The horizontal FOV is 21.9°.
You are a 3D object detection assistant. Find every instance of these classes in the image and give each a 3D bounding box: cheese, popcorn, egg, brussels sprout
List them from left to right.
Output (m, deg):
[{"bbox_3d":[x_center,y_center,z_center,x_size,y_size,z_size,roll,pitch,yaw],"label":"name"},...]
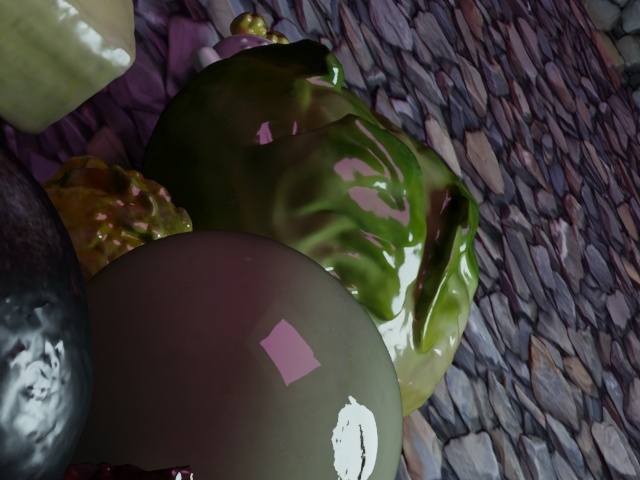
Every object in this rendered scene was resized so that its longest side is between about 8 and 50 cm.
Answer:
[{"bbox_3d":[-0.247,-0.238,1.080,0.265,0.124,0.242,39,27,-42],"label":"cheese"},{"bbox_3d":[-0.140,-0.002,1.078,0.120,0.106,0.116,12,65,-60],"label":"popcorn"},{"bbox_3d":[-0.062,0.110,0.952,0.269,0.219,0.219,89,-12,-63],"label":"egg"},{"bbox_3d":[-0.003,0.000,1.202,0.259,0.227,0.294,21,52,-54],"label":"brussels sprout"}]

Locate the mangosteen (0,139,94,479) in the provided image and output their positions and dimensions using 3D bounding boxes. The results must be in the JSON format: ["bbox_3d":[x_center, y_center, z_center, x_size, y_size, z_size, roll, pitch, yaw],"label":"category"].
[{"bbox_3d":[-0.245,0.033,0.684,0.302,0.275,0.275,43,10,35],"label":"mangosteen"}]

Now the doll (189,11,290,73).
[{"bbox_3d":[-0.061,-0.109,1.381,0.129,0.081,0.207,38,35,-31],"label":"doll"}]

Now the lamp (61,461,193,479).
[{"bbox_3d":[-0.110,0.243,0.808,0.215,0.151,0.223,51,48,-30],"label":"lamp"}]
